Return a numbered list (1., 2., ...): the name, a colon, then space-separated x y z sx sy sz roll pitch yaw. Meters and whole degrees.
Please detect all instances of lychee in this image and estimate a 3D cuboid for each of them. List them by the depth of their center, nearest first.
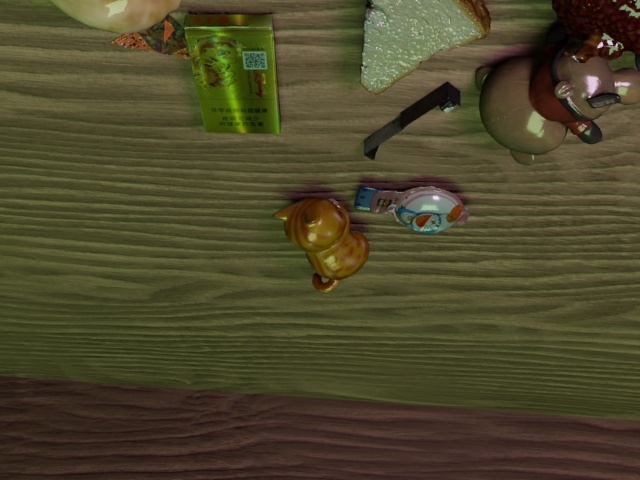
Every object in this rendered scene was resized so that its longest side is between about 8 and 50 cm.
1. lychee: 0.496 -0.407 1.238 0.264 0.264 0.300 28 102 -31

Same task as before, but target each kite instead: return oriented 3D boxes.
1. kite: -0.315 -0.416 1.569 0.222 0.008 0.125 10 144 -8

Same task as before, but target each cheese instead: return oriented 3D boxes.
1. cheese: 0.227 -0.082 1.933 0.286 0.074 0.189 11 144 -6

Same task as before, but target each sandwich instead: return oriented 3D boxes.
1. sandwich: 0.136 -0.411 1.431 0.288 0.099 0.254 -25 142 37

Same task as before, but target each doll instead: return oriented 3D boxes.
1. doll: 0.440 -0.272 1.486 0.330 0.174 0.235 -21 99 58
2. doll: 0.011 -0.007 2.005 0.167 0.162 0.269 -1 138 35

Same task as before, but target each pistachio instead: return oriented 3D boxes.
1. pistachio: -0.377 -0.477 1.302 0.321 0.229 0.238 23 177 -11

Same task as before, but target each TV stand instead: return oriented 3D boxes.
1. TV stand: 0.194 -0.255 1.702 0.040 0.048 0.256 28 140 -32

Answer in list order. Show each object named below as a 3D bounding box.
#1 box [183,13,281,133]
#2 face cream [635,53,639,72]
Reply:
1. box: -0.174 -0.338 1.626 0.173 0.043 0.311 0 147 2
2. face cream: 0.672 -0.347 1.385 0.177 0.177 0.153 10 148 -7
